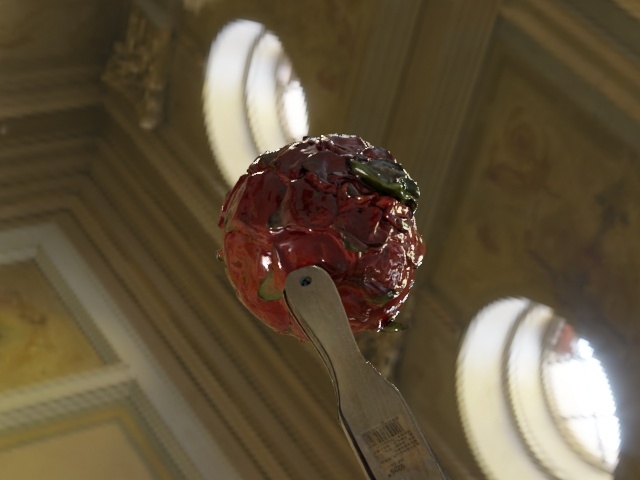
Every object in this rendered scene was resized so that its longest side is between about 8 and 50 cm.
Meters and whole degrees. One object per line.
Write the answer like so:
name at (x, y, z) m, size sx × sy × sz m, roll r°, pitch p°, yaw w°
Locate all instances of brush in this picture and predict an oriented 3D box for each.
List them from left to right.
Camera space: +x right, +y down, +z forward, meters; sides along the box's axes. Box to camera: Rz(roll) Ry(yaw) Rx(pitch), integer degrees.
brush at (0.040, 0.157, 1.408) m, size 0.070 × 0.065 × 0.327 m, roll -21°, pitch -129°, yaw -9°

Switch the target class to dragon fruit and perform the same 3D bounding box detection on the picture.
dragon fruit at (0.000, 0.000, 1.634) m, size 0.244 × 0.244 × 0.299 m, roll -7°, pitch -178°, yaw -28°
